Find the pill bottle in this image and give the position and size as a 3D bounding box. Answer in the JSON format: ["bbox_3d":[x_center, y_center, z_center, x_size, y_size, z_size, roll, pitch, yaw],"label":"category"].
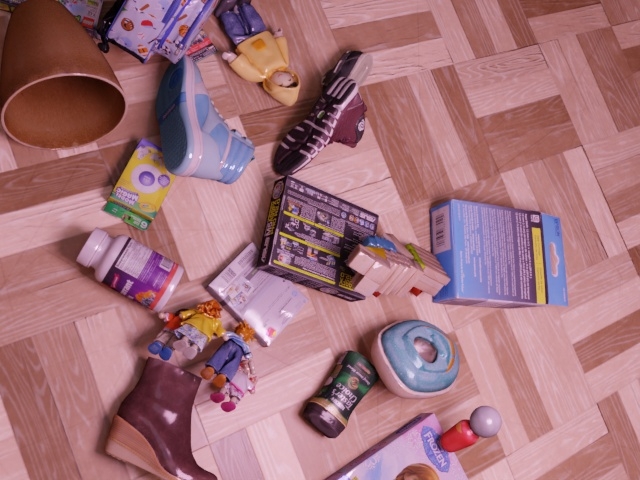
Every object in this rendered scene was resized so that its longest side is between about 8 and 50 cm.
[{"bbox_3d":[-0.386,0.055,1.401,0.193,0.108,0.108,31,67,-13],"label":"pill bottle"}]

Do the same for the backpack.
[{"bbox_3d":[-0.323,-0.526,1.457,0.213,0.263,0.276,21,49,-17],"label":"backpack"}]

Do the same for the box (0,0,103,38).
[{"bbox_3d":[-0.583,-0.526,1.506,0.207,0.036,0.114,13,72,-20],"label":"box"}]

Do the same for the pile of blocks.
[{"bbox_3d":[0.150,0.069,1.594,0.362,0.112,0.149,11,33,-51],"label":"pile of blocks"}]

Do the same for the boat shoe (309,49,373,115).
[{"bbox_3d":[0.040,-0.384,1.731,0.079,0.084,0.233,27,70,26],"label":"boat shoe"}]

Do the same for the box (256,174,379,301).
[{"bbox_3d":[0.000,0.000,1.581,0.270,0.060,0.216,21,69,-30],"label":"box"}]

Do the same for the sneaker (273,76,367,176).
[{"bbox_3d":[0.022,-0.239,1.664,0.281,0.106,0.162,-50,142,-1],"label":"sneaker"}]

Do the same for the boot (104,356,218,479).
[{"bbox_3d":[-0.278,0.367,1.375,0.248,0.090,0.206,29,69,-10],"label":"boot"}]

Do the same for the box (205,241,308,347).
[{"bbox_3d":[-0.138,0.119,1.531,0.186,0.038,0.145,45,64,-6],"label":"box"}]

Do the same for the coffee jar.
[{"bbox_3d":[0.045,0.340,1.530,0.096,0.079,0.184,42,65,-9],"label":"coffee jar"}]

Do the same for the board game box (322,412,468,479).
[{"bbox_3d":[0.194,0.600,1.534,0.318,0.066,0.318,-27,88,-27],"label":"board game box"}]

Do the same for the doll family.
[{"bbox_3d":[-0.207,0.211,1.416,0.263,0.118,0.163,42,32,-9],"label":"doll family"}]

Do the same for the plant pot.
[{"bbox_3d":[-0.539,-0.351,1.396,0.237,0.237,0.254,-12,66,-26],"label":"plant pot"}]

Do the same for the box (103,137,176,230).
[{"bbox_3d":[-0.379,-0.119,1.486,0.105,0.043,0.179,28,69,-15],"label":"box"}]

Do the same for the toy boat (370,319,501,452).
[{"bbox_3d":[0.267,0.308,1.546,0.267,0.148,0.318,-7,60,-52],"label":"toy boat"}]

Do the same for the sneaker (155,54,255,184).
[{"bbox_3d":[-0.248,-0.256,1.549,0.208,0.127,0.319,17,54,-40],"label":"sneaker"}]

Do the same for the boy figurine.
[{"bbox_3d":[-0.147,-0.445,1.646,0.177,0.092,0.285,-27,85,-29],"label":"boy figurine"}]

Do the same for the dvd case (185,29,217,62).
[{"bbox_3d":[-0.310,-0.474,1.624,0.087,0.013,0.119,-37,94,-27],"label":"dvd case"}]

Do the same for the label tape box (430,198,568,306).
[{"bbox_3d":[0.455,0.045,1.770,0.348,0.115,0.249,7,74,-25],"label":"label tape box"}]
